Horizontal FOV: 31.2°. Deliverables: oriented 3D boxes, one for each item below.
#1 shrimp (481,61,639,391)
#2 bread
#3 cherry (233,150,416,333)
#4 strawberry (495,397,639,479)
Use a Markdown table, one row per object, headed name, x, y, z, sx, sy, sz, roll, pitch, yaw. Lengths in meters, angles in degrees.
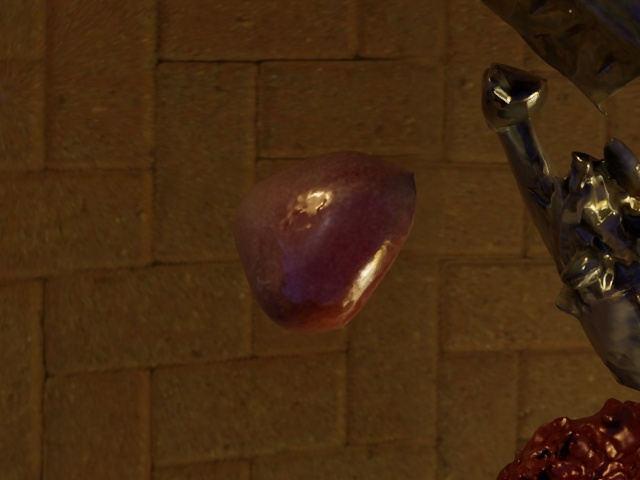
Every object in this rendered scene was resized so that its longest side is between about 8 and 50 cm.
| name | x | y | z | sx | sy | sz | roll | pitch | yaw |
| --- | --- | --- | --- | --- | --- | --- | --- | --- | --- |
| shrimp | 0.163 | -0.016 | 0.726 | 0.085 | 0.360 | 0.247 | -31 | 74 | 6 |
| bread | 0.104 | -0.194 | 0.642 | 0.269 | 0.098 | 0.087 | 43 | 56 | -6 |
| cherry | -0.004 | -0.004 | 0.716 | 0.087 | 0.106 | 0.126 | 0 | 126 | -54 |
| strawberry | 0.272 | 0.283 | 1.036 | 0.274 | 0.220 | 0.274 | 2 | 97 | 22 |
